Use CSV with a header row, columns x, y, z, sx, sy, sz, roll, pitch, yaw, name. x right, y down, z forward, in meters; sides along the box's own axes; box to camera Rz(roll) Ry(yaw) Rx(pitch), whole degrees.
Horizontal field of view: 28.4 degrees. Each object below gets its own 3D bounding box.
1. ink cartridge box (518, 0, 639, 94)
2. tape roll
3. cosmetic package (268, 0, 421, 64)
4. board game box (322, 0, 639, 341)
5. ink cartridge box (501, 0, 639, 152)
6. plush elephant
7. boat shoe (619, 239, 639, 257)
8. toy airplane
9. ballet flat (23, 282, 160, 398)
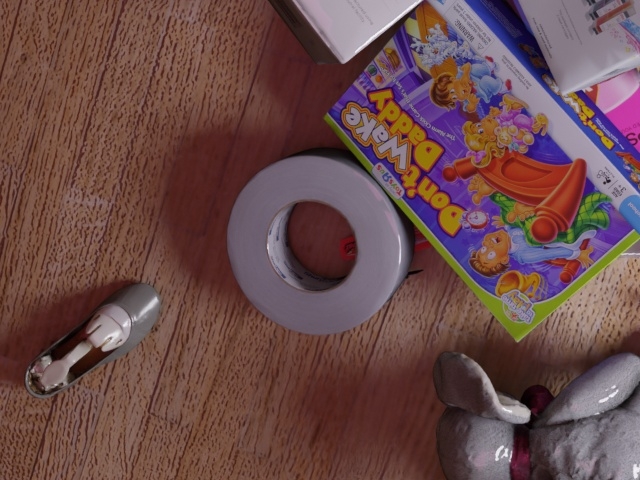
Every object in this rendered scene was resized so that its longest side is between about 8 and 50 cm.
x,y,z,sx,sy,sz,roll,pitch,yaw,name
0.322,-0.249,1.308,0.176,0.128,0.127,-25,87,37,ink cartridge box
0.000,0.000,1.522,0.219,0.072,0.219,4,104,17,tape roll
0.105,-0.354,1.314,0.365,0.197,0.155,-38,101,-1,cosmetic package
0.196,-0.092,1.413,0.347,0.078,0.233,49,126,10,board game box
0.281,-0.170,1.466,0.176,0.069,0.371,-26,98,13,ink cartridge box
0.251,0.242,1.457,0.255,0.330,0.272,18,111,25,plush elephant
0.431,-0.027,1.424,0.324,0.097,0.116,-7,132,7,boat shoe
0.087,-0.026,1.541,0.151,0.028,0.151,4,103,17,toy airplane
-0.293,0.134,1.616,0.213,0.068,0.072,-37,93,14,ballet flat
